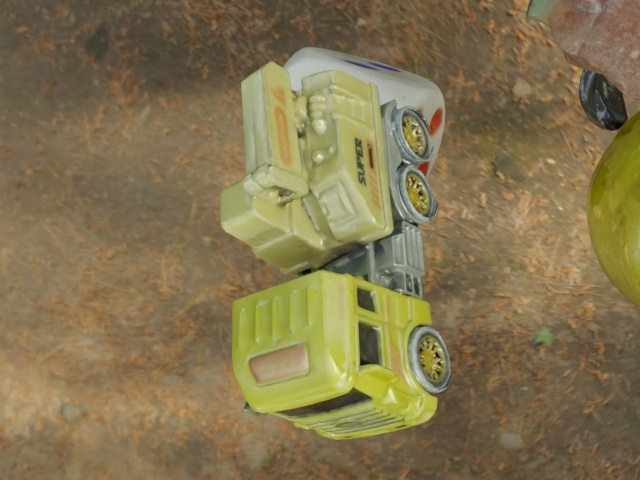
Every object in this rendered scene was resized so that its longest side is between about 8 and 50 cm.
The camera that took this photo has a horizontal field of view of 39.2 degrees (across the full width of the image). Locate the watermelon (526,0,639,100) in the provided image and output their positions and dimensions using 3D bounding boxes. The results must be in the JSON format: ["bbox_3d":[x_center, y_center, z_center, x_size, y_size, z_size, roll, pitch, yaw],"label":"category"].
[{"bbox_3d":[0.333,-0.226,0.698,0.292,0.283,0.250,38,136,47],"label":"watermelon"}]

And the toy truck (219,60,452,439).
[{"bbox_3d":[0.000,0.000,0.664,0.124,0.157,0.272,-21,61,38],"label":"toy truck"}]

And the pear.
[{"bbox_3d":[0.550,-0.040,1.234,0.362,0.418,0.362,10,112,25],"label":"pear"}]

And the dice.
[{"bbox_3d":[0.078,-0.247,1.937,0.304,0.304,0.277,21,106,22],"label":"dice"}]

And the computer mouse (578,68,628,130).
[{"bbox_3d":[0.417,-0.214,1.344,0.047,0.079,0.135,-28,42,40],"label":"computer mouse"}]
